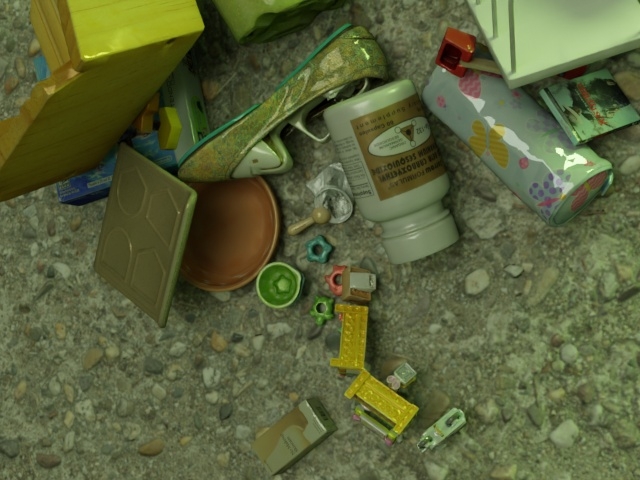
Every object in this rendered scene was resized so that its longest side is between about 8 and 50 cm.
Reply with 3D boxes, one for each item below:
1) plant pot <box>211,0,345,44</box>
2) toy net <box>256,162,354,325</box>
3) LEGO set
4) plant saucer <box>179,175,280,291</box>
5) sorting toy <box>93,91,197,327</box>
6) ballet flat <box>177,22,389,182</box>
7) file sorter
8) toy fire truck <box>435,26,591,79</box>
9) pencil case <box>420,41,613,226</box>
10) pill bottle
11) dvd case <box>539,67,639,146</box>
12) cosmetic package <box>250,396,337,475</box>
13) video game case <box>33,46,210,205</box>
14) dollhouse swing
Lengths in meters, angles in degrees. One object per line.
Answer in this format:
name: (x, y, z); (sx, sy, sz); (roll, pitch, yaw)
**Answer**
plant pot: (-0.087, -0.426, 1.784); (0.276, 0.276, 0.254); (-25, 89, 22)
toy net: (0.000, 0.000, 1.811); (0.122, 0.045, 0.232); (24, 95, 19)
LEGO set: (0.075, 0.183, 1.760); (0.132, 0.107, 0.287); (-27, 67, -14)
plant saucer: (-0.145, -0.022, 1.891); (0.200, 0.037, 0.200); (-1, 87, 26)
sorting toy: (-0.244, -0.055, 1.842); (0.229, 0.041, 0.307); (36, 117, 45)
ballet flat: (-0.048, -0.165, 1.796); (0.348, 0.123, 0.123); (-38, 72, 7)
file sorter: (0.272, -0.367, 1.555); (0.192, 0.173, 0.278); (-18, 54, -2)
toy fire truck: (0.257, -0.247, 1.634); (0.192, 0.135, 0.047); (22, 139, 3)
pencil case: (0.258, -0.143, 1.664); (0.273, 0.124, 0.113); (48, 136, 21)
pill bottle: (0.102, -0.092, 1.702); (0.131, 0.131, 0.229); (-18, 99, 24)
dvd case: (0.350, -0.173, 1.627); (0.087, 0.119, 0.013); (61, 149, 17)
cosmetic package: (-0.038, 0.284, 1.819); (0.115, 0.041, 0.060); (-42, 71, 17)
video game case: (-0.311, -0.207, 1.969); (0.269, 0.061, 0.244); (-16, 79, 24)
dollhouse swing: (-0.384, -0.293, 1.772); (0.305, 0.315, 0.347); (55, 132, 8)
